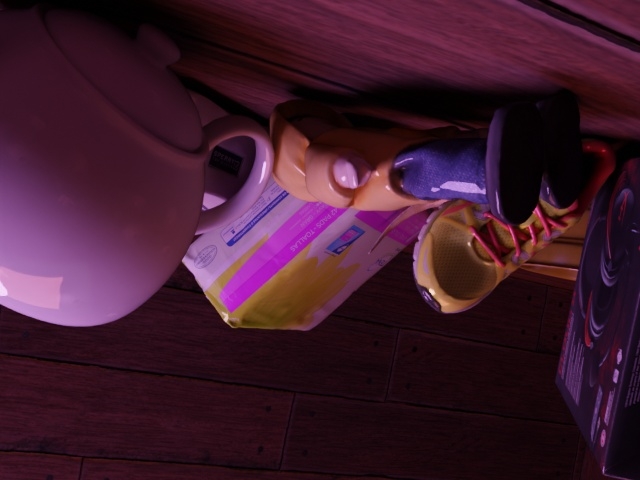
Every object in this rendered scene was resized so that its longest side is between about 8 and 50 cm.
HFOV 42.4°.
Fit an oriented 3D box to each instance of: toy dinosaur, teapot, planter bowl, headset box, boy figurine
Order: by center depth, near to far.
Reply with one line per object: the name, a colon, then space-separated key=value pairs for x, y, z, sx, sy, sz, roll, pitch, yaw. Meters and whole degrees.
teapot: x=-0.167 y=-0.075 z=0.592 sx=0.252 sy=0.187 sz=0.256 roll=45 pitch=-168 yaw=-9
boy figurine: x=0.064 y=-0.069 z=0.656 sx=0.177 sy=0.092 sz=0.285 roll=-16 pitch=-162 yaw=-37
headset box: x=0.272 y=0.048 z=0.657 sx=0.110 sy=0.218 sz=0.293 roll=11 pitch=-174 yaw=9
toy dinosaur: x=0.127 y=-0.050 z=0.829 sx=0.183 sy=0.053 sz=0.092 roll=-31 pitch=165 yaw=19
planter bowl: x=0.363 y=0.008 z=1.046 sx=0.217 sy=0.090 sz=0.217 roll=10 pitch=177 yaw=1

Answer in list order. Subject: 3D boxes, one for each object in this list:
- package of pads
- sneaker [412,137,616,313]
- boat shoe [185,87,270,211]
package of pads: x=0.000 y=0.000 z=0.911 sx=0.101 sy=0.229 sz=0.296 roll=51 pitch=-171 yaw=16
sneaker: x=0.158 y=-0.022 z=0.664 sx=0.081 sy=0.208 sz=0.094 roll=50 pitch=159 yaw=-5
boat shoe: x=-0.146 y=-0.094 z=0.898 sx=0.158 sy=0.127 sz=0.340 roll=18 pitch=173 yaw=23
